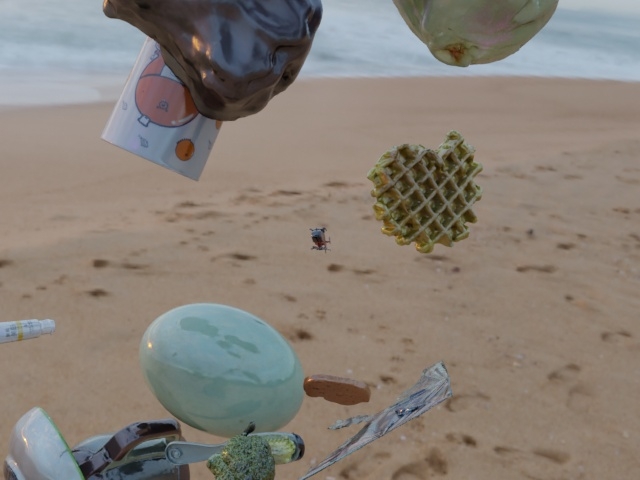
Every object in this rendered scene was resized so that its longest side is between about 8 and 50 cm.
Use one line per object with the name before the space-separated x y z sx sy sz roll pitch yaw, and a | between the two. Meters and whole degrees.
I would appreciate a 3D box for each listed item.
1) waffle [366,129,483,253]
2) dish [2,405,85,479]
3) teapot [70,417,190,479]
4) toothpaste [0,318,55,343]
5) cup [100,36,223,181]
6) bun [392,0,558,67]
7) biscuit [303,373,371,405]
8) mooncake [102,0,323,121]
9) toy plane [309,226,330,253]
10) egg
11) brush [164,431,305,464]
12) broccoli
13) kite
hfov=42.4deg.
waffle | 0.203 -0.103 1.584 0.253 0.249 0.056 19 -9 -27
dish | -0.598 0.528 1.770 0.124 0.324 0.324 -24 33 -30
teapot | -0.438 0.513 1.848 0.233 0.315 0.312 48 7 24
toothpaste | -0.524 0.150 1.335 0.190 0.048 0.031 -4 -15 -41
cup | -0.282 -0.305 1.667 0.212 0.317 0.212 23 0 0
bun | 0.259 -0.392 1.405 0.293 0.187 0.293 6 -21 2
biscuit | 0.032 0.279 1.549 0.130 0.102 0.019 12 57 -3
mooncake | -0.177 -0.434 1.479 0.381 0.351 0.212 34 -13 -9
toy plane | 0.000 0.000 2.104 0.037 0.060 0.145 -7 -8 11
egg | -0.210 0.283 1.801 0.389 0.276 0.276 28 10 -24
brush | -0.181 0.429 1.657 0.296 0.068 0.060 -6 3 12
broccoli | -0.133 0.382 1.368 0.120 0.131 0.130 0 35 36
kite | 0.086 0.251 1.187 0.335 0.011 0.314 -30 -1 -36
